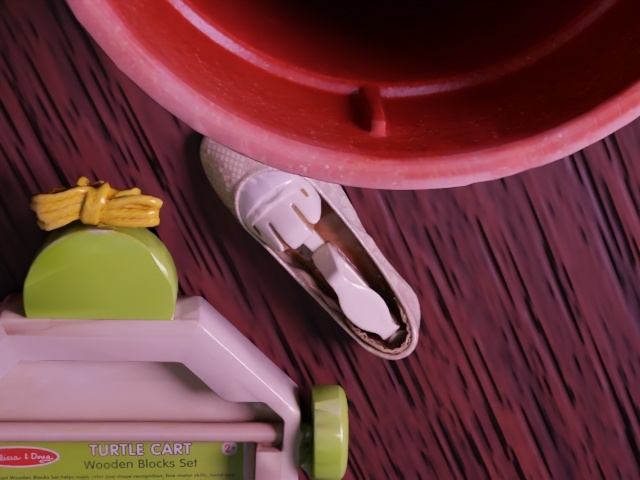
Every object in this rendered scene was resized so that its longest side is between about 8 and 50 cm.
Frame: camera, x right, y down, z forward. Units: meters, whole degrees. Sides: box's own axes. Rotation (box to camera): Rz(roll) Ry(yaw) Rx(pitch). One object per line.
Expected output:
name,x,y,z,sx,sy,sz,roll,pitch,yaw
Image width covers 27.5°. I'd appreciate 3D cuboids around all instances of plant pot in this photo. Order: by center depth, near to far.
plant pot,0.026,-0.189,0.538,0.272,0.265,0.272,-1,110,-2

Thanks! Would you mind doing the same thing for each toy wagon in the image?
toy wagon,-0.118,0.124,0.750,0.267,0.068,0.345,1,109,-4

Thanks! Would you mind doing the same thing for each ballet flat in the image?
ballet flat,0.000,0.000,0.718,0.057,0.052,0.168,-42,107,12
